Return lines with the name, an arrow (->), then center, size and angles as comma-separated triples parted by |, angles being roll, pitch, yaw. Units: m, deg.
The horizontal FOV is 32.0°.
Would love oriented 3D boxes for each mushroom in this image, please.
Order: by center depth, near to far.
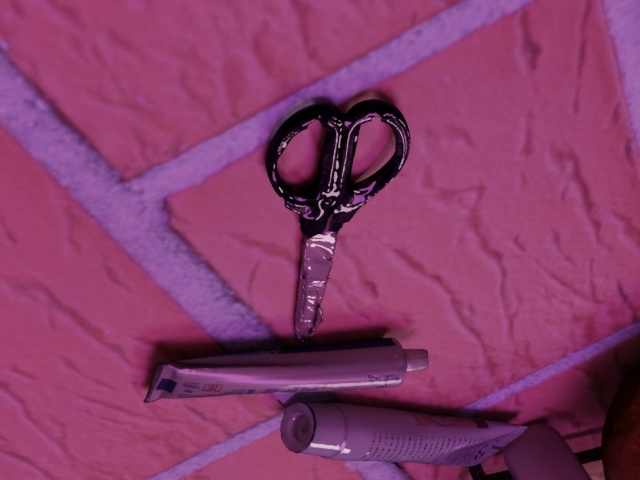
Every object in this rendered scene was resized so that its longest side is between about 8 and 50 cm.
mushroom -> 0.431, 0.202, 1.234 | 0.263, 0.195, 0.283 | -21, 161, -16

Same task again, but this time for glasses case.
glasses case -> 0.279, 0.296, 1.273 | 0.074, 0.193, 0.049 | -26, 145, -8

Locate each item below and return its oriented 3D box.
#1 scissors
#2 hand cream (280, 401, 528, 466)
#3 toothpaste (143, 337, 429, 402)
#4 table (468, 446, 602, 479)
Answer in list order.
scissors -> 0.000, 0.000, 0.897 | 0.109, 0.022, 0.300 | -7, 142, -15
hand cream -> 0.096, 0.213, 1.187 | 0.331, 0.058, 0.085 | 16, 128, -41
toothpaste -> -0.023, 0.119, 1.014 | 0.268, 0.047, 0.069 | -3, 180, -22
table -> 0.352, 0.409, 1.391 | 0.334, 0.272, 0.222 | -8, 143, -20
